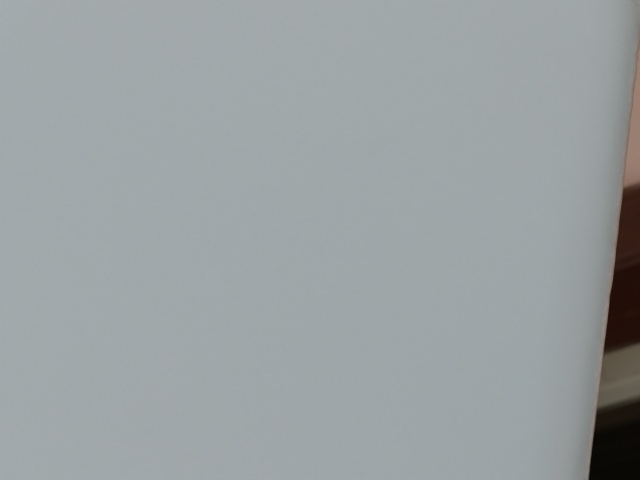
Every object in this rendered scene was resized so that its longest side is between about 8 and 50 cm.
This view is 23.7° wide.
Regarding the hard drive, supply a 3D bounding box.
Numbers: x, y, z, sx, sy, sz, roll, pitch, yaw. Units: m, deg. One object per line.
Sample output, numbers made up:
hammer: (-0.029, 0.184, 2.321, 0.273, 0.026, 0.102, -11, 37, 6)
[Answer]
hard drive: (-0.023, -0.011, 0.400, 0.203, 0.308, 0.040, 19, -45, -1)
